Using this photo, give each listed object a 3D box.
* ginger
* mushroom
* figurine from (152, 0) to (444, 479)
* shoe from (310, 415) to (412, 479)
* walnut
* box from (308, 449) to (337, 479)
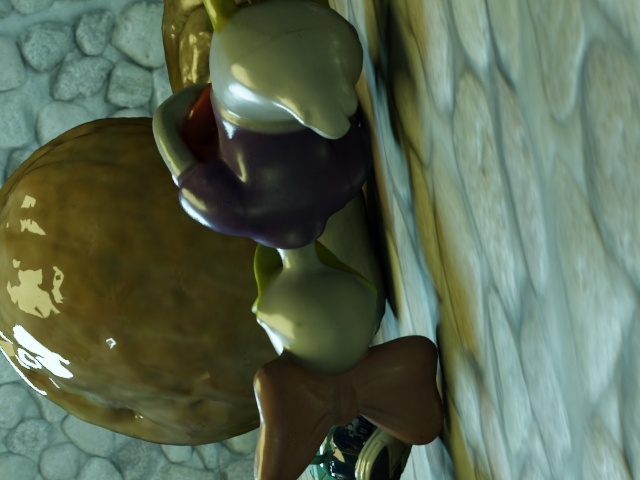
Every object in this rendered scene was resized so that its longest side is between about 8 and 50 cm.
[{"bbox_3d":[-0.082,-0.209,1.499,0.270,0.123,0.219,85,-175,-49],"label":"ginger"},{"bbox_3d":[0.000,0.000,1.331,0.116,0.093,0.225,-77,-21,-49],"label":"mushroom"},{"bbox_3d":[-0.015,-0.054,1.137,0.193,0.154,0.421,-143,43,-60],"label":"figurine"},{"bbox_3d":[0.035,0.128,1.255,0.143,0.071,0.064,-64,-20,-51],"label":"shoe"},{"bbox_3d":[-0.152,0.031,1.586,0.306,0.344,0.306,-168,90,-84],"label":"walnut"},{"bbox_3d":[-0.012,0.165,1.995,0.162,0.041,0.229,-115,15,-67],"label":"box"}]
